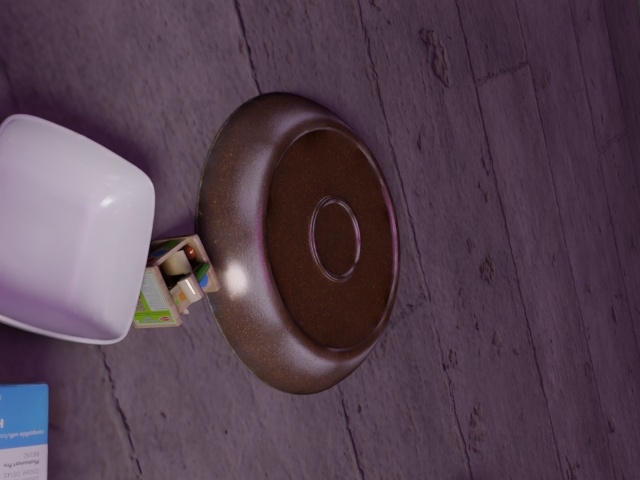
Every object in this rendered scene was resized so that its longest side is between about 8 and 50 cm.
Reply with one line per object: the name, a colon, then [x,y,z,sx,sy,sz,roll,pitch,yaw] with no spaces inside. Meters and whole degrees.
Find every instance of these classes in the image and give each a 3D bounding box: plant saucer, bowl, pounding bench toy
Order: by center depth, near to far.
bowl: [-0.190,-0.003,0.585,0.142,0.053,0.141,29,62,-49]
pounding bench toy: [-0.109,0.029,0.663,0.065,0.083,0.052,-43,118,-47]
plant saucer: [0.000,0.000,0.849,0.311,0.050,0.310,10,78,-53]

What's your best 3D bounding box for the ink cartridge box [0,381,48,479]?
ink cartridge box: [-0.213,0.173,0.482,0.060,0.104,0.180,9,77,-53]
